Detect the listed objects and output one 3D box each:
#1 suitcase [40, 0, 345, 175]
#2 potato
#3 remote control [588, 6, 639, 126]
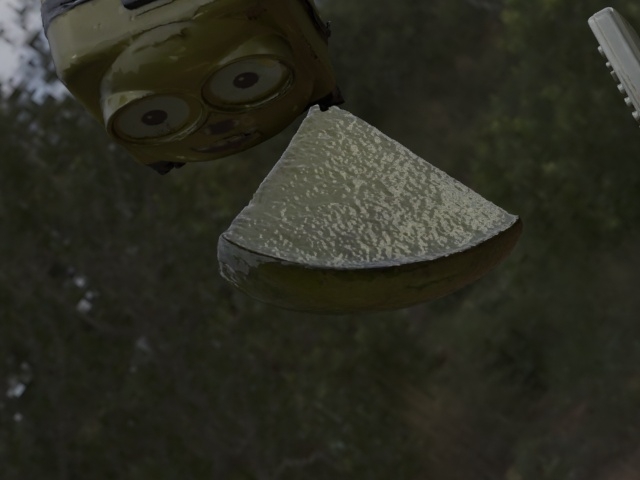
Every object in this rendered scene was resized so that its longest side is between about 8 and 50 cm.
[{"bbox_3d":[-0.097,-0.152,1.252,0.194,0.143,0.235,-19,-26,10],"label":"suitcase"},{"bbox_3d":[0.000,0.000,1.456,0.255,0.269,0.112,-24,-46,-40],"label":"potato"},{"bbox_3d":[0.329,-0.119,1.513,0.049,0.230,0.090,-32,-19,19],"label":"remote control"}]
